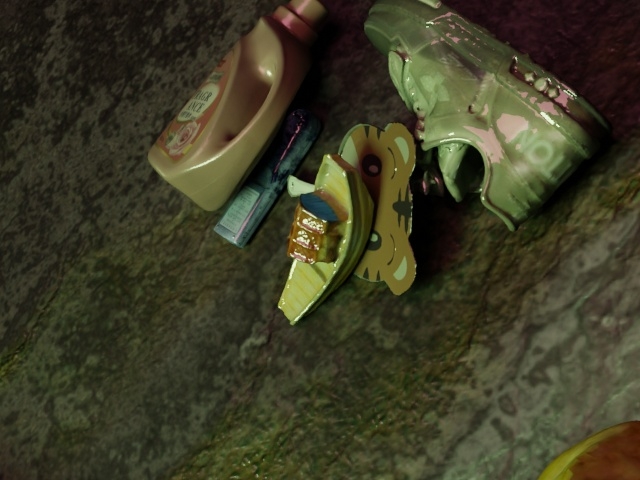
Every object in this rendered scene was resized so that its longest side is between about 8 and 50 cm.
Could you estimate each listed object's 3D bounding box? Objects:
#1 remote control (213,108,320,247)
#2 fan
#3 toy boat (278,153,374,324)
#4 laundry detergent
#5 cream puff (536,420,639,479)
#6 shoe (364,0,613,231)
[{"bbox_3d":[-0.052,-0.065,1.408,0.043,0.027,0.152,30,87,40],"label":"remote control"},{"bbox_3d":[0.026,-0.037,1.300,0.226,0.008,0.153,14,106,59],"label":"fan"},{"bbox_3d":[0.000,0.000,1.276,0.065,0.066,0.172,50,136,39],"label":"toy boat"},{"bbox_3d":[-0.066,-0.140,1.406,0.237,0.076,0.171,-50,23,1],"label":"laundry detergent"},{"bbox_3d":[0.234,0.271,0.806,0.291,0.257,0.324,-28,44,-36],"label":"cream puff"},{"bbox_3d":[0.108,-0.112,1.244,0.149,0.109,0.293,-51,47,-3],"label":"shoe"}]
